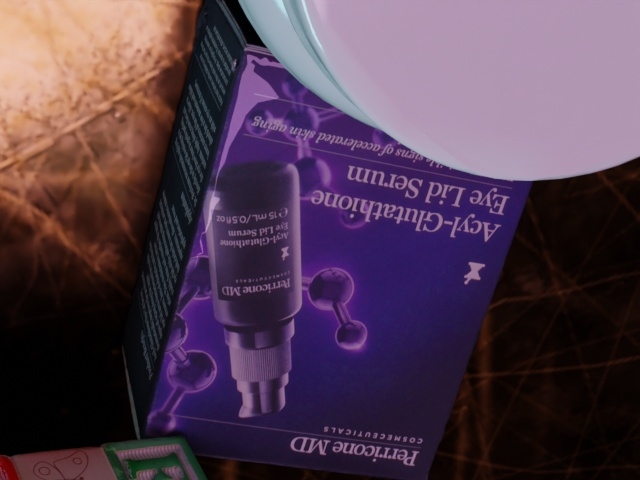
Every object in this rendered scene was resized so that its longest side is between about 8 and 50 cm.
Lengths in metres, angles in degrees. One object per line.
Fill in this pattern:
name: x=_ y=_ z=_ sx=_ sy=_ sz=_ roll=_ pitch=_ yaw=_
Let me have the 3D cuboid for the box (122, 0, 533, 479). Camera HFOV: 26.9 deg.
box: x=0.000 y=0.000 z=0.654 sx=0.153 sy=0.108 sz=0.207 roll=9 pitch=112 yaw=-17

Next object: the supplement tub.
supplement tub: x=0.045 y=-0.149 z=0.502 sx=0.191 sy=0.272 sz=0.191 roll=-5 pitch=116 yaw=-11

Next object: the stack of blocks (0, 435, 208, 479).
stack of blocks: x=-0.161 y=0.233 z=0.619 sx=0.171 sy=0.087 sz=0.297 roll=-2 pitch=129 yaw=-33
